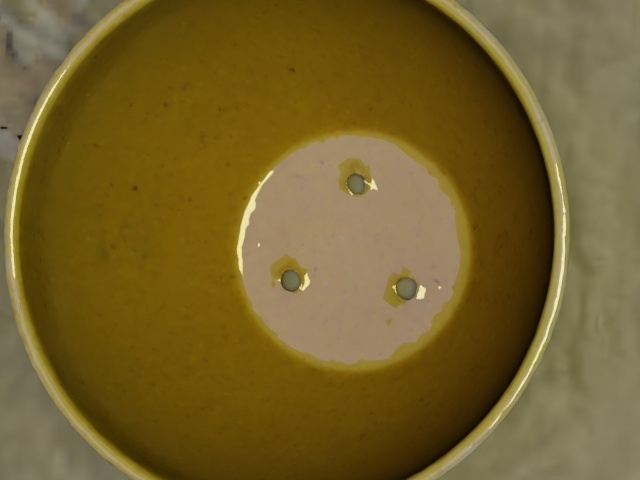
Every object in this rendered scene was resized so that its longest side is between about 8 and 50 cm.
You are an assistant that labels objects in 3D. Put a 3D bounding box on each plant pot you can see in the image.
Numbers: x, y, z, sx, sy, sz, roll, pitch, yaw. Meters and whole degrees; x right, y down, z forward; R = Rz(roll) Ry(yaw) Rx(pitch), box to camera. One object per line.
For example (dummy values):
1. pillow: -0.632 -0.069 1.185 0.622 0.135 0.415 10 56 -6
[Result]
1. plant pot: 0.000 0.000 0.501 0.134 0.095 0.134 0 88 12
